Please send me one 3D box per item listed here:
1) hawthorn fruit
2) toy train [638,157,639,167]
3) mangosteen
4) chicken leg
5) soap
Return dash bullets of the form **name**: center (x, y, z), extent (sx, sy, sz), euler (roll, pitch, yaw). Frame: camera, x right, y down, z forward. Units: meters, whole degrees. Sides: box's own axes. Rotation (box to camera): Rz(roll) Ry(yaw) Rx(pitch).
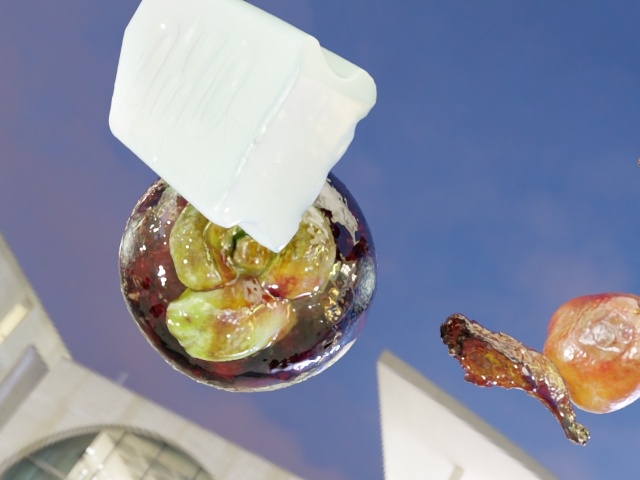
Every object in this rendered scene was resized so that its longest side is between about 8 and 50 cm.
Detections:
- **hawthorn fruit**: center (0.539, 0.191, 1.825), extent (0.224, 0.224, 0.261), euler (39, -49, -8)
- **toy train**: center (0.550, -0.118, 1.215), extent (0.086, 0.089, 0.409), euler (31, -10, -15)
- **mangosteen**: center (-0.074, 0.028, 1.049), extent (0.288, 0.288, 0.288), euler (25, -31, 16)
- **chicken leg**: center (0.223, 0.153, 1.128), extent (0.205, 0.053, 0.093), euler (34, -50, 21)
- **soap**: center (-0.092, -0.131, 0.908), extent (0.095, 0.173, 0.289), euler (26, 8, -42)
